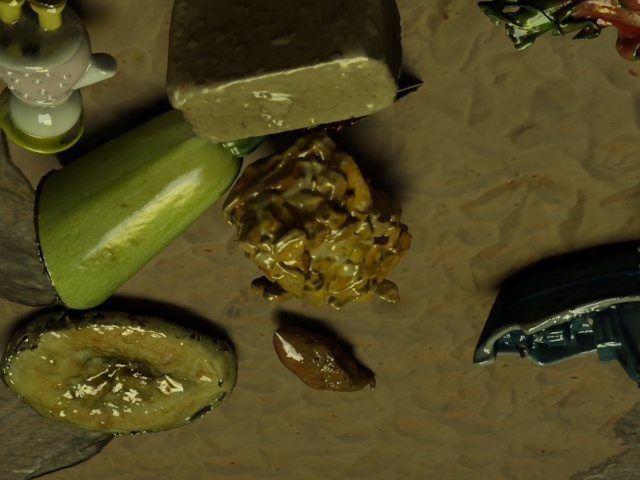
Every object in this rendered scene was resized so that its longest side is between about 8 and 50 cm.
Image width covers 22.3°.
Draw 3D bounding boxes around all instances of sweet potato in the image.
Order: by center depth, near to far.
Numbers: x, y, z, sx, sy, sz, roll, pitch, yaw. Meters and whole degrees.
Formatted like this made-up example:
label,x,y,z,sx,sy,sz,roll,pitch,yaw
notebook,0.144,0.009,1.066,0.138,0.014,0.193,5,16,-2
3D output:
label,x,y,z,sx,sy,sz,roll,pitch,yaw
sweet potato,0.007,0.140,1.822,0.068,0.060,0.206,18,173,34

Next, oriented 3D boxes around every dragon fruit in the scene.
label,x,y,z,sx,sy,sz,roll,pitch,yaw
dragon fruit,0.232,-0.201,1.186,0.236,0.137,0.135,-10,133,12

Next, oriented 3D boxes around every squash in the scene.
label,x,y,z,sx,sy,sz,roll,pitch,yaw
squash,-0.154,-0.057,1.443,0.137,0.137,0.287,25,135,-35

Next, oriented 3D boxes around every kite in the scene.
label,x,y,z,sx,sy,sz,roll,pitch,yaw
kite,0.037,-0.115,1.395,0.125,0.008,0.222,-23,-170,-20

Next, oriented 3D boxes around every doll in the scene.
label,x,y,z,sx,sy,sz,roll,pitch,yaw
doll,-0.230,-0.139,1.331,0.129,0.081,0.207,8,151,0

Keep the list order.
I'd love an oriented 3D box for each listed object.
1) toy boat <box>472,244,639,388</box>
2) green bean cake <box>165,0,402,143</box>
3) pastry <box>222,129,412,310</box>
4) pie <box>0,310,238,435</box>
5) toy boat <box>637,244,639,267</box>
label,x,y,z,sx,sy,sz,roll,pitch,yaw
toy boat,0.306,0.089,1.661,0.309,0.142,0.129,-10,150,14
green bean cake,-0.028,-0.151,1.287,0.179,0.109,0.085,-10,147,14
pastry,0.000,0.000,1.492,0.154,0.102,0.250,-48,153,-3
pie,-0.227,0.149,1.831,0.274,0.055,0.274,-1,149,-1
toy boat,0.451,-0.022,1.563,0.293,0.055,0.093,-8,149,11
